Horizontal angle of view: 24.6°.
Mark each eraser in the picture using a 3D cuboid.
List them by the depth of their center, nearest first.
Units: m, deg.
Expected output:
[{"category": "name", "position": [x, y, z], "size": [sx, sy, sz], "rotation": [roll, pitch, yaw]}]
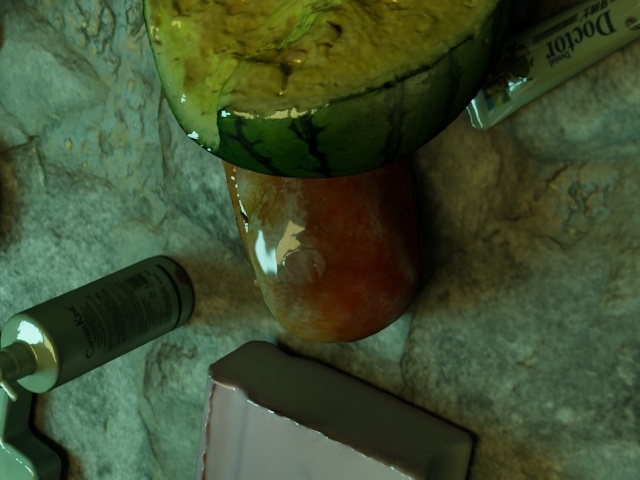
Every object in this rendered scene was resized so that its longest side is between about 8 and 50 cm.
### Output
[{"category": "eraser", "position": [-0.006, 0.318, 1.511], "size": [0.272, 0.122, 0.359], "rotation": [21, 119, 28]}]

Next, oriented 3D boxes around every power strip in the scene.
[{"category": "power strip", "position": [-0.402, 0.256, 1.820], "size": [0.193, 0.059, 0.265], "rotation": [31, 121, 29]}]

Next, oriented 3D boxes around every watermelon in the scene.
[{"category": "watermelon", "position": [0.013, -0.171, 1.245], "size": [0.330, 0.331, 0.189], "rotation": [27, 150, 27]}]

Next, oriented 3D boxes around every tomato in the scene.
[{"category": "tomato", "position": [0.000, 0.000, 1.344], "size": [0.180, 0.155, 0.214], "rotation": [-15, 100, 15]}]

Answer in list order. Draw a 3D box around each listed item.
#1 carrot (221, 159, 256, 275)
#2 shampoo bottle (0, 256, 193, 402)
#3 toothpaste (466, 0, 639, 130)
[{"category": "carrot", "position": [-0.071, -0.066, 1.465], "size": [0.059, 0.059, 0.248], "rotation": [-16, 93, 40]}, {"category": "shampoo bottle", "position": [-0.244, 0.092, 1.515], "size": [0.085, 0.262, 0.085], "rotation": [13, 114, 33]}, {"category": "toothpaste", "position": [0.210, -0.165, 1.229], "size": [0.255, 0.037, 0.067], "rotation": [-25, 90, 44]}]
